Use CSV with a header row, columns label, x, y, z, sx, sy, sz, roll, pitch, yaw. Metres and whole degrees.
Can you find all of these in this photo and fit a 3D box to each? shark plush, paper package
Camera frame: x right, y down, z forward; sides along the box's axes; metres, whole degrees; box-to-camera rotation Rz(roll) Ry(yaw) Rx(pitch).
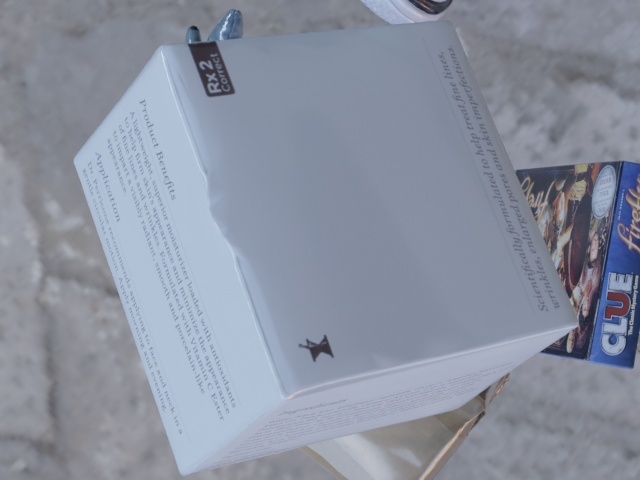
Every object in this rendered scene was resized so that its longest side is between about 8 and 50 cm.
label,x,y,z,sx,sy,sz,roll,pitch,yaw
shark plush,-0.122,-0.159,1.813,0.073,0.161,0.067,33,170,-15
paper package,0.024,0.119,1.910,0.325,0.309,0.168,38,99,6

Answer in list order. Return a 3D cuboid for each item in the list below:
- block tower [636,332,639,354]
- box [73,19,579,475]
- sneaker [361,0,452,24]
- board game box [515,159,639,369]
label,x,y,z,sx,sy,sz,roll,pitch,yaw
block tower,0.358,0.071,2.076,0.335,0.091,0.097,31,178,43
box,0.000,0.000,0.887,0.119,0.182,0.181,-41,64,52
sneaker,0.047,-0.393,1.715,0.366,0.137,0.210,48,129,-9
board game box,0.214,0.019,1.525,0.042,0.243,0.165,10,88,-14
